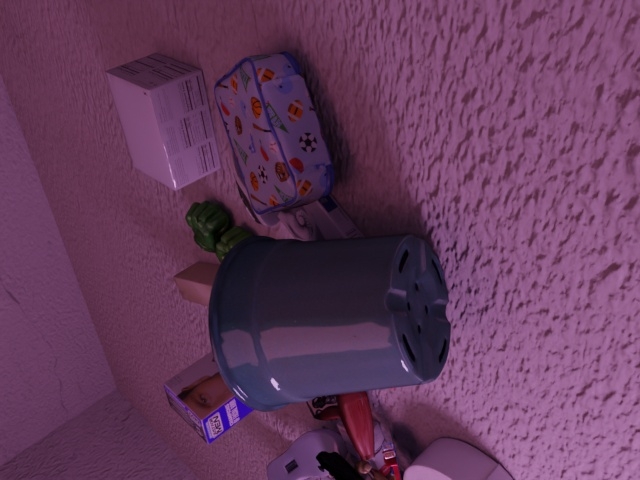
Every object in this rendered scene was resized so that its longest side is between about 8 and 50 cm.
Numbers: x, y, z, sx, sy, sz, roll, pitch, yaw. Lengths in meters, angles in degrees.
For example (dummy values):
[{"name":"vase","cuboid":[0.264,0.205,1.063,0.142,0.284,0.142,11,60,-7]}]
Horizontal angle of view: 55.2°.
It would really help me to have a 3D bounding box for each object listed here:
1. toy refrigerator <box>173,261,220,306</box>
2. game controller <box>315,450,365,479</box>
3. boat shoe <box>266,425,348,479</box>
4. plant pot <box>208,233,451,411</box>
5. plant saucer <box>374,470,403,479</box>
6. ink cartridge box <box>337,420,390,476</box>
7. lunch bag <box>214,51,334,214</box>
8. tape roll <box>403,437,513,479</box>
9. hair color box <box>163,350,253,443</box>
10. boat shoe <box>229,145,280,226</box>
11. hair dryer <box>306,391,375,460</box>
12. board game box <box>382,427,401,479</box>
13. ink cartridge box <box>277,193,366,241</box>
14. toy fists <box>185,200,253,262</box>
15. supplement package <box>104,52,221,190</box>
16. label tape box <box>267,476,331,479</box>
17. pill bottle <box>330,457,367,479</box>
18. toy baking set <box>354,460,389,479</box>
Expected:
[{"name":"toy refrigerator","cuboid":[-0.324,0.137,1.829,0.270,0.102,0.094,4,121,51]},{"name":"game controller","cuboid":[0.104,0.667,1.608,0.319,0.067,0.166,54,171,-35]},{"name":"boat shoe","cuboid":[-0.005,0.635,1.806,0.367,0.157,0.135,-48,64,40]},{"name":"plant pot","cuboid":[0.035,0.134,1.110,0.334,0.341,0.341,-10,111,32]},{"name":"plant saucer","cuboid":[0.208,0.678,1.659,0.168,0.029,0.168,33,140,33]},{"name":"ink cartridge box","cuboid":[0.121,0.541,1.623,0.109,0.063,0.150,4,121,51]},{"name":"lunch bag","cuboid":[-0.099,-0.206,1.187,0.243,0.115,0.303,-10,98,62]},{"name":"tape roll","cuboid":[0.323,0.581,1.355,0.286,0.100,0.286,34,141,33]},{"name":"hair color box","cuboid":[-0.237,0.381,1.701,0.185,0.339,0.110,29,139,37]},{"name":"boat shoe","cuboid":[-0.164,-0.129,1.407,0.070,0.078,0.219,9,127,48]},{"name":"hair dryer","cuboid":[0.060,0.434,1.570,0.293,0.080,0.223,51,145,43]},{"name":"board game box","cuboid":[0.174,0.545,1.493,0.133,0.033,0.168,64,-166,-78]},{"name":"ink cartridge box","cuboid":[0.000,0.000,1.330,0.223,0.045,0.224,51,147,9]},{"name":"toy fists","cuboid":[-0.256,0.002,1.627,0.279,0.096,0.142,40,143,27]},{"name":"supplement package","cuboid":[-0.379,-0.290,1.491,0.204,0.145,0.261,28,137,37]},{"name":"label tape box","cuboid":[-0.035,0.879,1.962,0.334,0.241,0.105,33,139,32]},{"name":"pill bottle","cuboid":[0.080,0.691,1.794,0.078,0.078,0.137,48,147,14]},{"name":"toy baking set","cuboid":[0.156,0.630,1.536,0.196,0.030,0.256,48,162,6]}]
